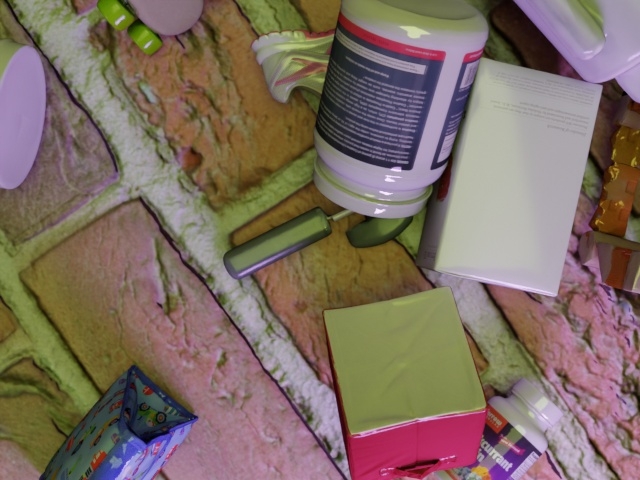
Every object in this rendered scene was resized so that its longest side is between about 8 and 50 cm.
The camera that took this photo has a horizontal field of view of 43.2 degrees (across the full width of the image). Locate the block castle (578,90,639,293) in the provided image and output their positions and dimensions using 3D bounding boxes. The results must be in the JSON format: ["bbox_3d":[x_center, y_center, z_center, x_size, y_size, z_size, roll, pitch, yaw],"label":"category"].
[{"bbox_3d":[0.538,-0.055,1.021,0.212,0.453,0.303,14,90,-8],"label":"block castle"}]

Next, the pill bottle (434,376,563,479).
[{"bbox_3d":[0.263,0.299,1.193,0.108,0.108,0.193,43,89,-2],"label":"pill bottle"}]

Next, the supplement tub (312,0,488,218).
[{"bbox_3d":[0.096,-0.187,1.072,0.191,0.191,0.272,12,121,-2],"label":"supplement tub"}]

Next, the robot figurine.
[{"bbox_3d":[0.346,-0.342,1.010,0.353,0.200,0.300,45,51,-7],"label":"robot figurine"}]

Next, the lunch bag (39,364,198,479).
[{"bbox_3d":[-0.298,0.313,1.081,0.138,0.293,0.221,39,90,-2],"label":"lunch bag"}]

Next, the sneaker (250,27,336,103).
[{"bbox_3d":[0.029,-0.257,1.189,0.252,0.103,0.111,-7,95,4],"label":"sneaker"}]

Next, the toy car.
[{"bbox_3d":[-0.259,-0.399,1.174,0.155,0.149,0.188,-39,66,7],"label":"toy car"}]

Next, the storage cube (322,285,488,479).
[{"bbox_3d":[0.112,0.203,1.108,0.183,0.193,0.215,-10,55,-2],"label":"storage cube"}]

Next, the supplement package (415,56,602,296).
[{"bbox_3d":[0.258,-0.084,1.153,0.175,0.177,0.293,12,90,-3],"label":"supplement package"}]

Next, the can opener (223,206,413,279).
[{"bbox_3d":[0.000,0.000,1.196,0.283,0.076,0.095,-27,91,0],"label":"can opener"}]

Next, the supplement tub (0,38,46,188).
[{"bbox_3d":[-0.565,-0.193,1.094,0.324,0.235,0.235,10,90,-2],"label":"supplement tub"}]
